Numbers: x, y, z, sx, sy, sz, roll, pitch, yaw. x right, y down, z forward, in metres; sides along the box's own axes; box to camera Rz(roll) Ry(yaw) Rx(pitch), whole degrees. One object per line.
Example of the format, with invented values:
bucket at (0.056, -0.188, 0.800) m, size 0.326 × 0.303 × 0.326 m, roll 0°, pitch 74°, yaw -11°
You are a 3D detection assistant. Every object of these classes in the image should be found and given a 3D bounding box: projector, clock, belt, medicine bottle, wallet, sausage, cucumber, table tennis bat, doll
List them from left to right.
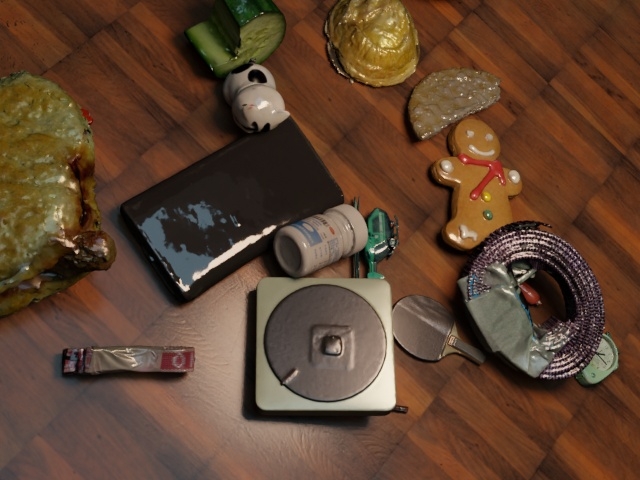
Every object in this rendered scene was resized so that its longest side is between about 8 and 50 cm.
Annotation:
belt at (-0.338, 0.211, 1.548) m, size 0.232 × 0.071 × 0.053 m, roll 1°, pitch 87°, yaw -16°
wallet at (-0.164, -0.071, 1.711) m, size 0.406 × 0.062 × 0.228 m, roll -32°, pitch 83°, yaw -26°
cucumber at (-0.162, -0.435, 1.778) m, size 0.191 × 0.191 × 0.130 m, roll -38°, pitch 87°, yaw -25°
doll at (-0.131, -0.281, 1.746) m, size 0.110 × 0.107 × 0.181 m, roll 0°, pitch 40°, yaw -19°
medicine bottle at (0.000, 0.000, 1.689) m, size 0.168 × 0.105 × 0.105 m, roll -23°, pitch 79°, yaw -39°
projector at (0.007, 0.199, 1.644) m, size 0.259 × 0.079 × 0.257 m, roll 2°, pitch 66°, yaw -5°
table tennis bat at (0.239, 0.193, 1.772) m, size 0.220 × 0.019 × 0.130 m, roll 29°, pitch 66°, yaw -5°
sausage at (0.370, 0.056, 1.855) m, size 0.253 × 0.034 × 0.034 m, roll 38°, pitch 64°, yaw -1°
belt at (0.429, 0.126, 1.768) m, size 0.260 × 0.122 × 0.325 m, roll -29°, pitch 95°, yaw 0°
clock at (0.587, 0.241, 1.857) m, size 0.135 × 0.041 × 0.101 m, roll -23°, pitch 79°, yaw -25°

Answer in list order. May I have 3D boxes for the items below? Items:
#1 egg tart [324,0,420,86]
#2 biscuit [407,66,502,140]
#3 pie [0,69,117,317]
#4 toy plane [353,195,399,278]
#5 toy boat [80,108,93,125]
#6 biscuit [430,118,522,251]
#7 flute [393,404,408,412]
egg tart at (0.126, -0.458, 1.928) m, size 0.232 × 0.098 × 0.252 m, roll 30°, pitch 69°, yaw -2°
biscuit at (0.284, -0.321, 1.949) m, size 0.290 × 0.038 × 0.141 m, roll -31°, pitch 67°, yaw -28°
pie at (-0.572, -0.082, 1.516) m, size 0.395 × 0.180 × 0.418 m, roll -18°, pitch 74°, yaw -11°
toy plane at (0.107, 0.019, 1.769) m, size 0.096 × 0.060 × 0.235 m, roll 5°, pitch 67°, yaw -8°
toy boat at (-0.517, -0.220, 1.649) m, size 0.173 × 0.059 × 0.069 m, roll 0°, pitch 71°, yaw -11°
biscuit at (0.343, -0.123, 1.884) m, size 0.216 × 0.047 × 0.340 m, roll 14°, pitch 62°, yaw -17°
flute at (0.043, 0.305, 1.671) m, size 0.269 × 0.014 × 0.014 m, roll 11°, pitch 68°, yaw -14°
